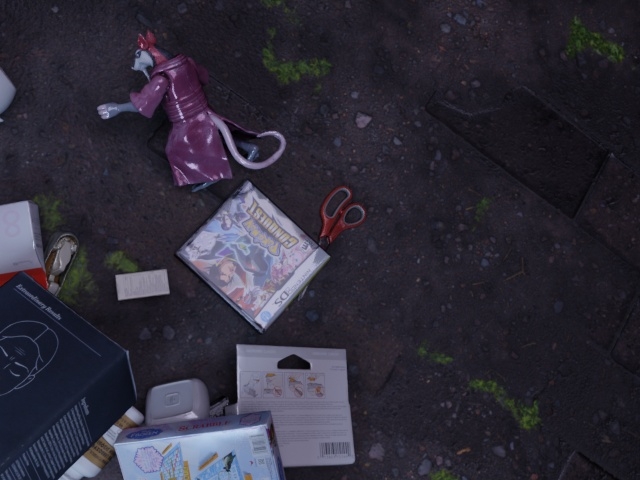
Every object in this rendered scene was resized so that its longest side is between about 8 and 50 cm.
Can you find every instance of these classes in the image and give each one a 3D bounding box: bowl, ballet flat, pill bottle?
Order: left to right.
[{"bbox_3d":[-0.580,0.078,1.794,0.072,0.068,0.213,29,71,-39],"label":"ballet flat"},{"bbox_3d":[-0.489,0.417,1.737,0.131,0.131,0.229,42,73,-6],"label":"pill bottle"},{"bbox_3d":[-0.311,0.355,1.788,0.141,0.053,0.142,-11,42,0],"label":"bowl"}]

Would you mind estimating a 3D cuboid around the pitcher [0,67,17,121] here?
[{"bbox_3d":[-0.748,-0.278,1.797,0.207,0.125,0.178,-38,113,-8],"label":"pitcher"}]

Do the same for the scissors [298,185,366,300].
[{"bbox_3d":[0.000,0.000,2.006,0.109,0.021,0.297,41,74,-8],"label":"scissors"}]

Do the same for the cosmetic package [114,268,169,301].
[{"bbox_3d":[-0.398,0.100,1.862,0.115,0.041,0.060,-5,83,-16],"label":"cosmetic package"}]

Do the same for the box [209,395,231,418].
[{"bbox_3d":[-0.229,0.455,1.832,0.147,0.077,0.180,-29,90,-18],"label":"box"}]

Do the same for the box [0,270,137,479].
[{"bbox_3d":[-0.593,0.307,1.564,0.293,0.212,0.395,33,56,19],"label":"box"}]

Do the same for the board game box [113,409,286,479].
[{"bbox_3d":[-0.226,0.518,1.704,0.317,0.066,0.319,-8,106,7],"label":"board game box"}]

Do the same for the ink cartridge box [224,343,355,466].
[{"bbox_3d":[-0.068,0.370,1.855,0.296,0.066,0.261,8,69,-32],"label":"ink cartridge box"}]

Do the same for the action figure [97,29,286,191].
[{"bbox_3d":[-0.296,-0.287,1.829,0.248,0.275,0.370,-47,123,-34],"label":"action figure"}]

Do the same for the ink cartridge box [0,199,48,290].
[{"bbox_3d":[-0.676,0.046,1.752,0.189,0.066,0.233,-10,79,7],"label":"ink cartridge box"}]

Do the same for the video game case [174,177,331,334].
[{"bbox_3d":[-0.154,0.036,1.937,0.275,0.035,0.248,43,75,-3],"label":"video game case"}]
